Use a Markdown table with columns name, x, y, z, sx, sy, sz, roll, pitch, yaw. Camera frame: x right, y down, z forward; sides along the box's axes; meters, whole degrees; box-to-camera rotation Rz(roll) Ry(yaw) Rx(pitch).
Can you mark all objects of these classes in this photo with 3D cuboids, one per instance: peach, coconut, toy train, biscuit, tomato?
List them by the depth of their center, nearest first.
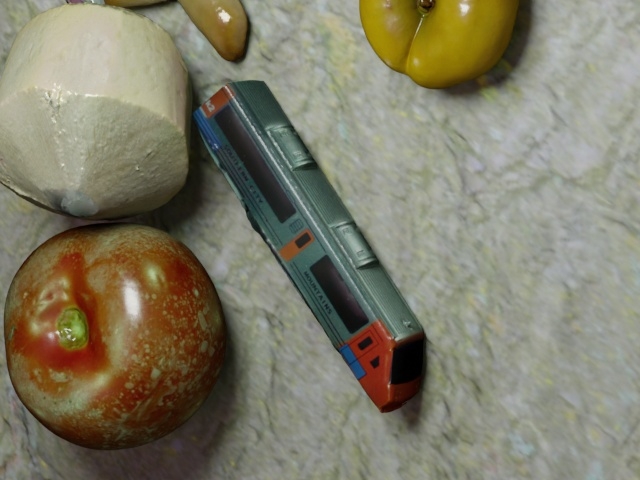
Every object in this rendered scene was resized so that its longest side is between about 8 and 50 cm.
| name | x | y | z | sx | sy | sz | roll | pitch | yaw |
| --- | --- | --- | --- | --- | --- | --- | --- | --- | --- |
| peach | 0.122 | -0.246 | 1.684 | 0.179 | 0.103 | 0.179 | 8 | 104 | 32 |
| toy train | 0.000 | 0.000 | 1.808 | 0.089 | 0.086 | 0.409 | -40 | 76 | 28 |
| coconut | -0.263 | -0.132 | 1.837 | 0.239 | 0.239 | 0.244 | -32 | 40 | 32 |
| biscuit | -0.159 | -0.317 | 1.883 | 0.208 | 0.047 | 0.164 | 25 | 111 | 25 |
| tomato | -0.234 | 0.111 | 1.895 | 0.270 | 0.223 | 0.270 | -7 | 77 | 31 |

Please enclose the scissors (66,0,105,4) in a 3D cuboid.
| name | x | y | z | sx | sy | sz | roll | pitch | yaw |
| --- | --- | --- | --- | --- | --- | --- | --- | --- | --- |
| scissors | -0.275 | -0.262 | 1.982 | 0.134 | 0.020 | 0.187 | -26 | 83 | 26 |
